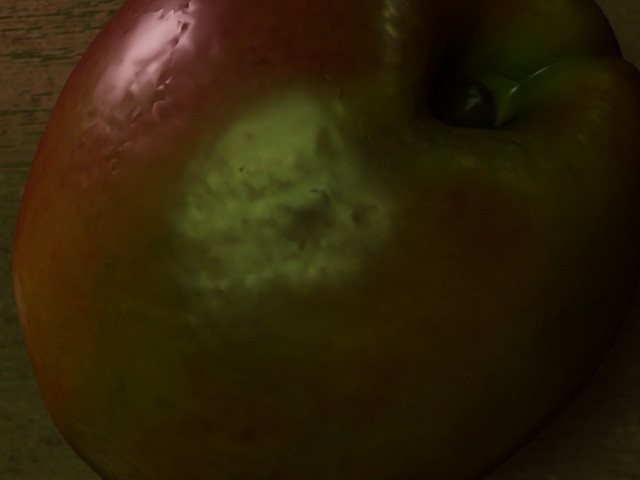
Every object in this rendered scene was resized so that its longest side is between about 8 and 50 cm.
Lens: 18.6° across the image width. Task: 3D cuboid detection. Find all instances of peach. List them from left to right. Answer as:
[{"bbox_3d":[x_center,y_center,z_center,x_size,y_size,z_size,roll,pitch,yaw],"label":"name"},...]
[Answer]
[{"bbox_3d":[0.000,0.000,0.939,0.308,0.308,0.332,56,134,19],"label":"peach"}]
